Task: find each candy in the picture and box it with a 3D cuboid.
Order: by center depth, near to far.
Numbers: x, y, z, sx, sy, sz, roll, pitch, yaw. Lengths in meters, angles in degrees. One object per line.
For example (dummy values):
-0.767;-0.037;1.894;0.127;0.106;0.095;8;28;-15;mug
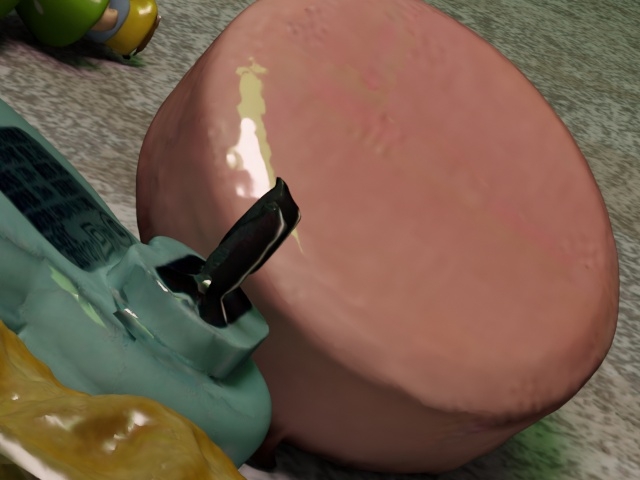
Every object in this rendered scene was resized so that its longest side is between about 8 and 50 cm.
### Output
0.029;-0.004;0.810;0.255;0.094;0.255;19;51;-26;candy

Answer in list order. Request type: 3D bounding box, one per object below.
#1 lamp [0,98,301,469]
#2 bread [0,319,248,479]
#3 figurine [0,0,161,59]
-0.143;0.002;0.671;0.284;0.147;0.209;23;9;5;lamp
-0.080;0.112;0.497;0.267;0.130;0.152;26;58;13;bread
-0.227;-0.202;1.149;0.263;0.143;0.162;26;20;-41;figurine
